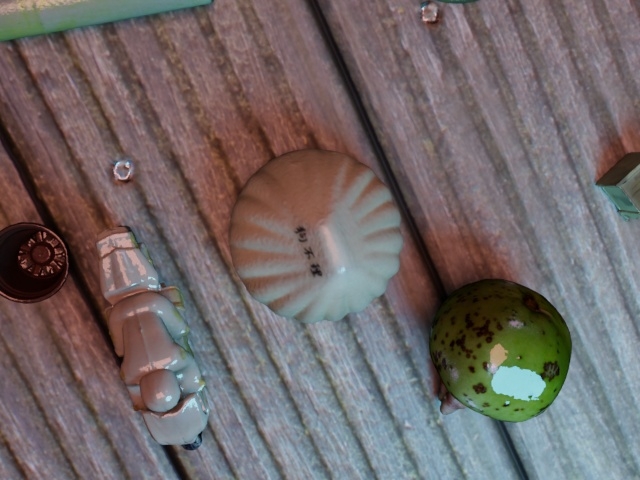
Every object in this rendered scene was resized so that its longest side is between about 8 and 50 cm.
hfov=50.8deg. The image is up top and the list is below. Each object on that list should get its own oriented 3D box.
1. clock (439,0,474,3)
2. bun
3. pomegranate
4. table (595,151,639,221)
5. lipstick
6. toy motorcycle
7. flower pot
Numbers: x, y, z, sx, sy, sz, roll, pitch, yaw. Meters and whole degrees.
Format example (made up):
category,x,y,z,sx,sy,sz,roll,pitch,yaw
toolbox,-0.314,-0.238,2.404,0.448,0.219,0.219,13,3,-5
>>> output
category,x,y,z,sx,sy,sz,roll,pitch,yaw
clock,0.203,-0.466,0.979,0.235,0.029,0.235,-1,97,-7
bun,0.000,0.000,0.935,0.263,0.175,0.263,-1,95,-6
pomegranate,0.246,0.178,0.990,0.214,0.214,0.248,20,128,-9
table,0.491,-0.081,1.043,0.079,0.062,0.083,-42,100,-1
lipstick,-0.294,-0.330,0.908,0.304,0.076,0.076,-14,98,-6
toy motorcycle,-0.221,0.144,0.900,0.108,0.223,0.340,-18,96,-8
flower pot,-0.391,0.025,0.928,0.111,0.089,0.111,-1,97,-6
